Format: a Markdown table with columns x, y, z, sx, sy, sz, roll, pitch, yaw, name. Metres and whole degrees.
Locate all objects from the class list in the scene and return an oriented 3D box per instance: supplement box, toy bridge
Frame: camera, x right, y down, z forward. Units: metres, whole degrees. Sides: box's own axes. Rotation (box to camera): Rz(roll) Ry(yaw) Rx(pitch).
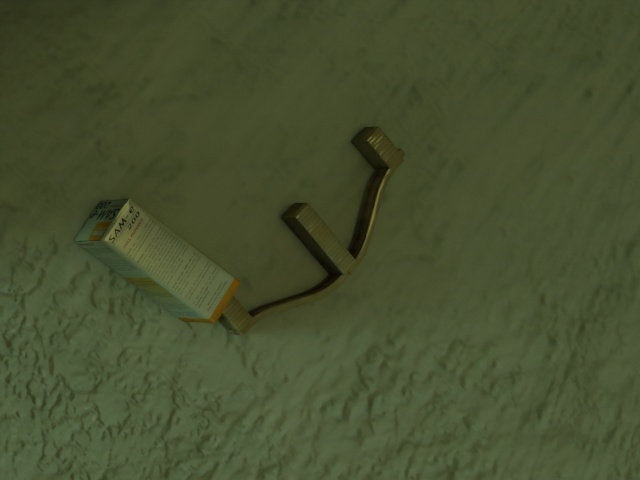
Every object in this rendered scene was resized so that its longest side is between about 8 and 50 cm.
| x | y | z | sx | sy | sz | roll | pitch | yaw | name |
| --- | --- | --- | --- | --- | --- | --- | --- | --- | --- |
| -0.110 | 0.014 | 1.282 | 0.098 | 0.062 | 0.036 | 38 | 74 | -21 | supplement box |
| 0.000 | 0.000 | 1.356 | 0.188 | 0.026 | 0.063 | -47 | 110 | -19 | toy bridge |
